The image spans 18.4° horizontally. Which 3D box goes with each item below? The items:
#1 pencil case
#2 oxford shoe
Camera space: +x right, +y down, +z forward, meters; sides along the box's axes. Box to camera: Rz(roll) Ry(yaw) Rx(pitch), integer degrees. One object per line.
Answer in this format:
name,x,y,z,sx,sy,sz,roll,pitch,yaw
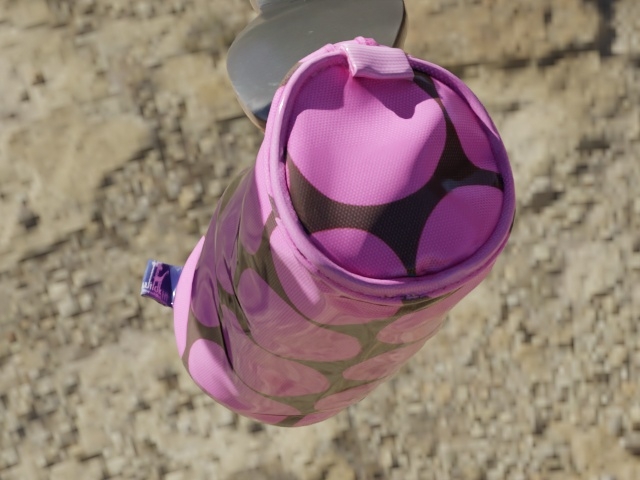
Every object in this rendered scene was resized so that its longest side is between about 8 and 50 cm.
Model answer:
pencil case,0.000,0.000,0.688,0.095,0.209,0.098,8,73,-13
oxford shoe,0.005,-0.070,0.848,0.076,0.076,0.212,-12,22,5
